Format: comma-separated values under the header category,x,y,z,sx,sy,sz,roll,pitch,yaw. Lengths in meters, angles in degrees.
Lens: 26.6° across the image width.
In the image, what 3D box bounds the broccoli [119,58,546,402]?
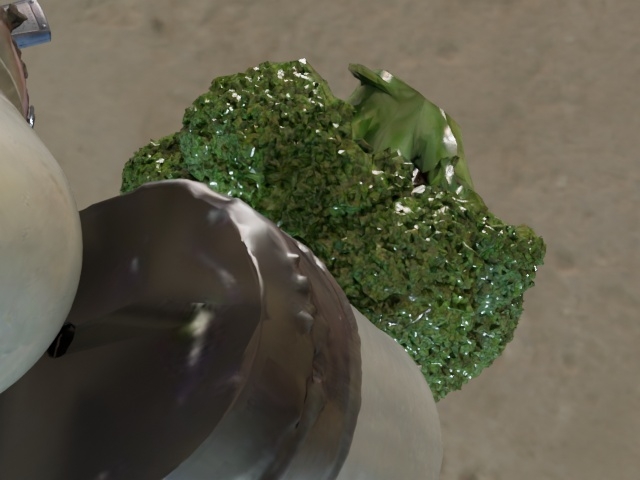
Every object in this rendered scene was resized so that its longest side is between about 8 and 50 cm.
category,x,y,z,sx,sy,sz,roll,pitch,yaw
broccoli,0.008,0.004,1.163,0.310,0.413,0.321,-28,66,-5

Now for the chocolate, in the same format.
category,x,y,z,sx,sy,sz,roll,pitch,yaw
chocolate,-0.177,0.000,0.535,0.221,0.147,0.221,-23,134,-26

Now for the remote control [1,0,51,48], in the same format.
category,x,y,z,sx,sy,sz,roll,pitch,yaw
remote control,-0.305,-0.169,1.139,0.152,0.027,0.043,-18,59,-24

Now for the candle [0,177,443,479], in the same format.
category,x,y,z,sx,sy,sz,roll,pitch,yaw
candle,-0.049,0.117,0.828,0.221,0.221,0.342,-52,148,-5
